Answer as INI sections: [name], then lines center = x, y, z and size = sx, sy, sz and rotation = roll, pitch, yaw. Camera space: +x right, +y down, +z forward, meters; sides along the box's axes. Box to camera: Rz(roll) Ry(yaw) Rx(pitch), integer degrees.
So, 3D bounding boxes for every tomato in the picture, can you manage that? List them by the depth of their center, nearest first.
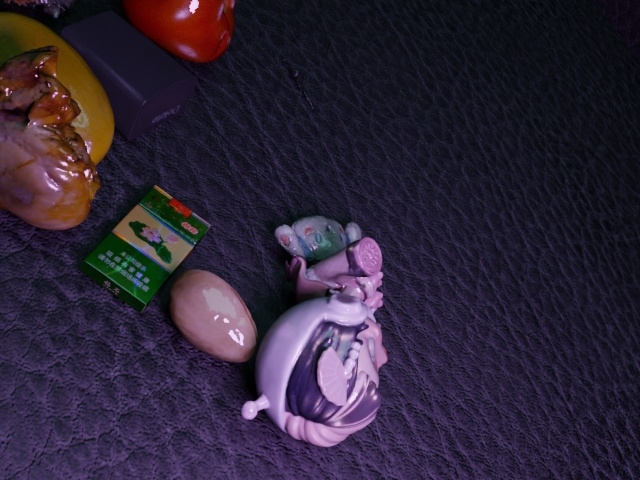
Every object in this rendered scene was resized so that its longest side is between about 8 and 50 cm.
[tomato]
center = -0.289, -0.513, 1.831
size = 0.226, 0.298, 0.298
rotation = 7, 47, 7

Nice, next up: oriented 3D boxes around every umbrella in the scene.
[umbrella]
center = -0.048, -0.361, 2.045
size = 0.148, 0.022, 0.022
rotation = 60, 24, 11

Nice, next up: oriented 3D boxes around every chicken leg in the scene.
[chicken leg]
center = -0.525, -0.210, 1.467
size = 0.409, 0.295, 0.182
rotation = 30, 25, 7

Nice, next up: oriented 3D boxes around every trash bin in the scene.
[trash bin]
center = -0.385, -0.327, 1.741
size = 0.225, 0.115, 0.165
rotation = 42, 45, 8

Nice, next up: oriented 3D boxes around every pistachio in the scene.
[pistachio]
center = -0.180, 0.130, 1.500
size = 0.185, 0.126, 0.108
rotation = 48, 14, 3

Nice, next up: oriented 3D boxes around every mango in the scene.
[mango]
center = -0.501, -0.282, 1.614
size = 0.332, 0.142, 0.195
rotation = 40, 49, -10

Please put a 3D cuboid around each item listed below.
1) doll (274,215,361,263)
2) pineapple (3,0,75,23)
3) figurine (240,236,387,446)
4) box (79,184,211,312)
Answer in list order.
[doll]
center = 0.000, 0.000, 1.752
size = 0.214, 0.071, 0.103
rotation = 1, 63, -41
[pineapple]
center = -0.549, -0.507, 1.691
size = 0.169, 0.169, 0.340
rotation = 37, 1, -2
[figurine]
center = 0.009, 0.185, 1.520
size = 0.211, 0.253, 0.361
rotation = -7, 37, 16
[box]
center = -0.304, 0.010, 1.573
size = 0.132, 0.034, 0.235
rotation = 36, 44, -2
